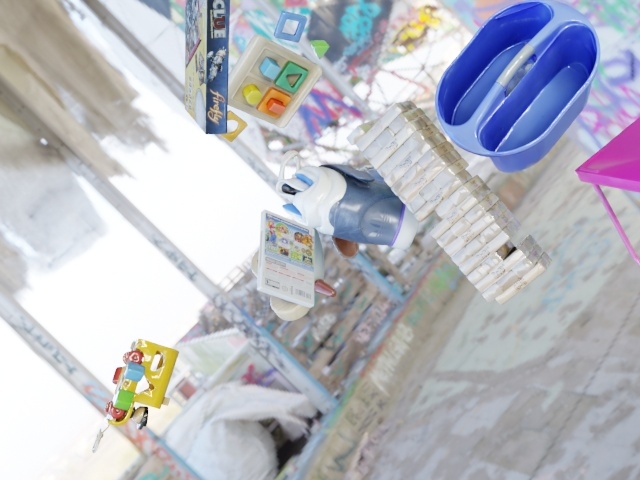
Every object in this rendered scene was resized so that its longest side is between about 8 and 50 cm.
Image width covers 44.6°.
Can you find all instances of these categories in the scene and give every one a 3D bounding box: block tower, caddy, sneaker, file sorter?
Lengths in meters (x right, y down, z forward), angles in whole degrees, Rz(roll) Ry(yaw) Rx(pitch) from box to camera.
[{"bbox_3d":[0.190,-0.062,1.147,0.097,0.335,0.091,-45,-7,27],"label":"block tower"},{"bbox_3d":[0.376,-0.298,1.497,0.341,0.241,0.179,-51,-23,-3],"label":"caddy"},{"bbox_3d":[0.044,-0.091,1.362,0.323,0.236,0.130,-87,13,-71],"label":"sneaker"},{"bbox_3d":[0.526,-0.094,0.985,0.291,0.182,0.202,-38,20,-8],"label":"file sorter"}]

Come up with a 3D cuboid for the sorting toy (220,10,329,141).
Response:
[{"bbox_3d":[-0.113,-0.355,1.802,0.347,0.196,0.047,-53,40,22],"label":"sorting toy"}]

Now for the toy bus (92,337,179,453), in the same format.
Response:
[{"bbox_3d":[-0.334,0.283,1.466,0.191,0.104,0.202,-94,29,-56],"label":"toy bus"}]

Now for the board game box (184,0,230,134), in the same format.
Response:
[{"bbox_3d":[-0.204,-0.330,1.389,0.165,0.042,0.243,-131,41,-56],"label":"board game box"}]

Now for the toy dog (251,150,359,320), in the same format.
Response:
[{"bbox_3d":[0.000,0.000,1.533,0.220,0.161,0.333,33,-110,-60],"label":"toy dog"}]

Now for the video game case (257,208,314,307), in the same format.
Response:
[{"bbox_3d":[-0.045,0.024,1.055,0.011,0.087,0.122,-34,45,43],"label":"video game case"}]
